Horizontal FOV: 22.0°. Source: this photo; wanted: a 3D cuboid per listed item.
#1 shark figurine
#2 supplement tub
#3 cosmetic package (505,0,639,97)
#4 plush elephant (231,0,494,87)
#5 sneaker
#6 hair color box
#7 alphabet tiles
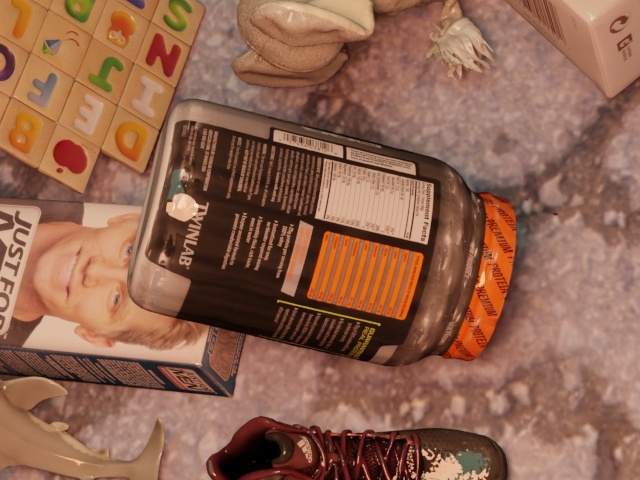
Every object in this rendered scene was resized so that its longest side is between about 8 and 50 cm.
[{"bbox_3d":[-0.292,0.213,1.662,0.278,0.166,0.116,29,46,1],"label":"shark figurine"},{"bbox_3d":[0.000,0.000,1.561,0.338,0.207,0.207,14,67,-9],"label":"supplement tub"},{"bbox_3d":[0.389,-0.388,1.707,0.453,0.161,0.230,-39,60,-2],"label":"cosmetic package"},{"bbox_3d":[0.002,-0.282,1.720,0.255,0.272,0.330,-22,83,-22],"label":"plush elephant"},{"bbox_3d":[0.025,0.215,1.531,0.281,0.162,0.106,-10,62,13],"label":"sneaker"},{"bbox_3d":[-0.248,0.054,1.731,0.347,0.105,0.174,4,67,19],"label":"hair color box"},{"bbox_3d":[-0.274,-0.235,1.796,0.011,0.285,0.343,-18,47,52],"label":"alphabet tiles"}]
